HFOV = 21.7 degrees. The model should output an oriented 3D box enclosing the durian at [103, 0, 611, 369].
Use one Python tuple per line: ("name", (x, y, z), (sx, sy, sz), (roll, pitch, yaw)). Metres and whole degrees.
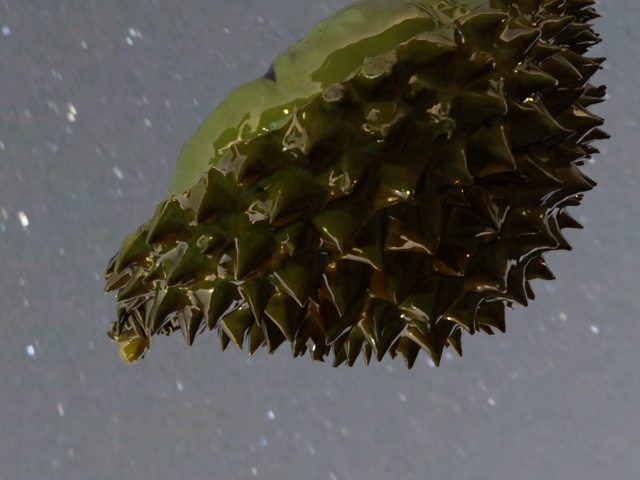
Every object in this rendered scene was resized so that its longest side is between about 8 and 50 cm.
("durian", (0.000, 0.000, 0.505), (0.208, 0.146, 0.102), (-33, -96, 34))
